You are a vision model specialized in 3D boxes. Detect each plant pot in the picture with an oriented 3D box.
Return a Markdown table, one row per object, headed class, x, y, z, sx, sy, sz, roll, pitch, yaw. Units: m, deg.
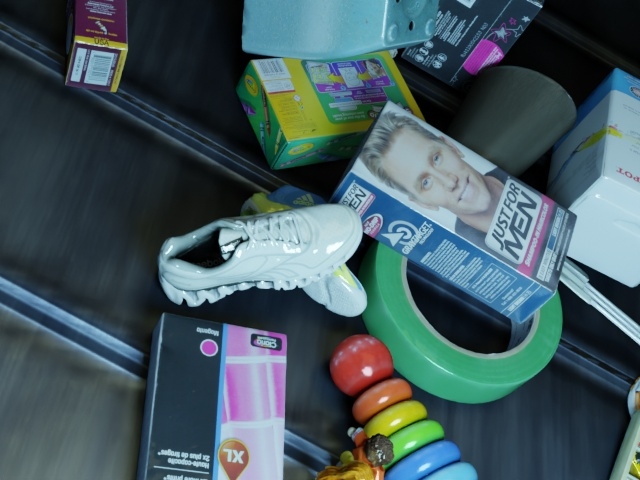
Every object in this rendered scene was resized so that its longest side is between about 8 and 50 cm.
| class | x | y | z | sx | sy | sz | roll | pitch | yaw |
| --- | --- | --- | --- | --- | --- | --- | --- | --- | --- |
| plant pot | 0.054 | -0.412 | 1.512 | 0.252 | 0.247 | 0.248 | 21 | 27 | 34 |

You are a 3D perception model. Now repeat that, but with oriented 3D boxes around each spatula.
| class | x | y | z | sx | sy | sz | roll | pitch | yaw |
| --- | --- | --- | --- | --- | --- | --- | --- | --- | --- |
| spatula | 0.472 | 0.105 | 1.558 | 0.242 | 0.019 | 0.168 | 39 | 15 | 3 |

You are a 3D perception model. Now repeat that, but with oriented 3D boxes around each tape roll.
| class | x | y | z | sx | sy | sz | roll | pitch | yaw |
| --- | --- | --- | --- | --- | --- | --- | --- | --- | --- |
| tape roll | 0.217 | 0.089 | 1.457 | 0.321 | 0.077 | 0.321 | 12 | 56 | -17 |

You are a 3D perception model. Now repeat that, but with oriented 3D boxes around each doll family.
| class | x | y | z | sx | sy | sz | roll | pitch | yaw |
| --- | --- | --- | --- | --- | --- | --- | --- | --- | --- |
| doll family | 0.055 | 0.358 | 1.149 | 0.118 | 0.163 | 0.263 | -10 | 64 | -29 |

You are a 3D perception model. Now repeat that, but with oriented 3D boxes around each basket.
| class | x | y | z | sx | sy | sz | roll | pitch | yaw |
| --- | --- | --- | --- | --- | --- | --- | --- | --- | --- |
| basket | 0.296 | -0.174 | 1.620 | 0.204 | 0.154 | 0.227 | 19 | 51 | 32 |

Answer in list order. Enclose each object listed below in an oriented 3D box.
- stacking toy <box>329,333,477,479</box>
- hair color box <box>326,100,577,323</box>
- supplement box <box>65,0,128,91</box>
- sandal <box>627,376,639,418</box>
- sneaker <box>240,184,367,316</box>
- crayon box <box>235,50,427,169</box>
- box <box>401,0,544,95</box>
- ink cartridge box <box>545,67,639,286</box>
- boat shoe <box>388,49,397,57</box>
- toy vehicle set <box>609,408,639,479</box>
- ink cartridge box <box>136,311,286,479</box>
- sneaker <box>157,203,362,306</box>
| class | x | y | z | sx | sy | sz | roll | pitch | yaw |
| --- | --- | --- | --- | --- | --- | --- | --- | --- | --- |
| stacking toy | 0.111 | 0.270 | 1.262 | 0.141 | 0.141 | 0.330 | -16 | 63 | -32 |
| hair color box | 0.201 | -0.043 | 1.421 | 0.347 | 0.105 | 0.174 | 30 | 51 | -3 |
| supplement box | -0.347 | -0.337 | 1.454 | 0.080 | 0.104 | 0.188 | 5 | 57 | -22 |
| sandal | 0.589 | 0.222 | 1.543 | 0.102 | 0.076 | 0.265 | 41 | 52 | 4 |
| sneaker | 0.000 | 0.000 | 1.405 | 0.240 | 0.091 | 0.126 | 44 | 51 | 8 |
| crayon box | 0.020 | -0.222 | 1.564 | 0.278 | 0.081 | 0.165 | -11 | 65 | -30 |
| box | 0.281 | -0.414 | 1.706 | 0.163 | 0.247 | 0.142 | 30 | 50 | -5 |
| ink cartridge box | 0.517 | -0.105 | 1.600 | 0.198 | 0.197 | 0.270 | 26 | 51 | -7 |
| boat shoe | 0.125 | -0.352 | 1.733 | 0.035 | 0.035 | 0.100 | 47 | 42 | -26 |
| toy vehicle set | 0.569 | 0.391 | 1.426 | 0.267 | 0.035 | 0.166 | 30 | 64 | -4 |
| ink cartridge box | -0.137 | 0.277 | 1.181 | 0.175 | 0.069 | 0.371 | 12 | 57 | -18 |
| sneaker | -0.082 | 0.009 | 1.281 | 0.292 | 0.118 | 0.110 | -16 | 67 | -6 |
